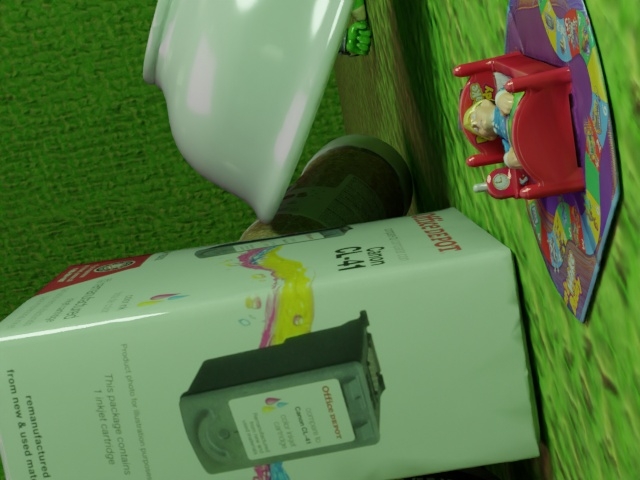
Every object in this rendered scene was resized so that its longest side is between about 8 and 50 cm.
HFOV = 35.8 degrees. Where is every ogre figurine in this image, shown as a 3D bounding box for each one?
[{"bbox_3d":[-0.008,-0.324,1.262,0.097,0.118,0.197,-95,-6,-82],"label":"ogre figurine"}]

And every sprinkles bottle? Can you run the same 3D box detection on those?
[{"bbox_3d":[0.000,0.000,0.942,0.355,0.121,0.121,-54,-45,-64],"label":"sprinkles bottle"}]

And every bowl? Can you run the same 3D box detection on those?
[{"bbox_3d":[-0.056,-0.173,0.785,0.298,0.134,0.298,-162,90,-83],"label":"bowl"}]

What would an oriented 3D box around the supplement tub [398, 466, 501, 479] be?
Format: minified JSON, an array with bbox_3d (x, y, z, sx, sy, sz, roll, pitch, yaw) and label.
[{"bbox_3d":[0.062,0.269,0.618,0.316,0.193,0.194,-101,0,-54],"label":"supplement tub"}]

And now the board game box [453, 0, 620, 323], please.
[{"bbox_3d":[0.078,-0.043,0.401,0.169,0.033,0.133,77,-177,-60],"label":"board game box"}]

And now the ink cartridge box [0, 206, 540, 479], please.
[{"bbox_3d":[-0.034,0.072,0.655,0.226,0.306,0.131,-96,-4,-81],"label":"ink cartridge box"}]
